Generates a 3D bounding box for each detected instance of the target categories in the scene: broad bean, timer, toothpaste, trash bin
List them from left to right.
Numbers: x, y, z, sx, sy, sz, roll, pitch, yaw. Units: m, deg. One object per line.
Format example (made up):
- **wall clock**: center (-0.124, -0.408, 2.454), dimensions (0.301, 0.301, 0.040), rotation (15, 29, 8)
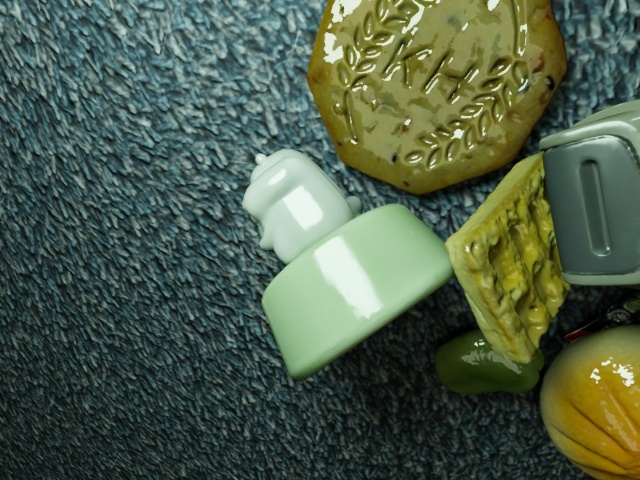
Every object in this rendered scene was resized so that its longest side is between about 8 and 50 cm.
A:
- **timer**: center (0.000, 0.000, 0.626), dimensions (0.291, 0.290, 0.315), rotation (-42, 75, 25)
- **broad bean**: center (0.284, 0.210, 0.706), dimensions (0.174, 0.082, 0.125), rotation (-9, 110, 17)
- **toothpaste**: center (0.476, 0.112, 0.641), dimensions (0.071, 0.045, 0.194), rotation (31, 121, 0)
- **trash bin**: center (0.413, -0.061, 0.479), dimensions (0.290, 0.182, 0.210), rotation (-11, 91, -1)

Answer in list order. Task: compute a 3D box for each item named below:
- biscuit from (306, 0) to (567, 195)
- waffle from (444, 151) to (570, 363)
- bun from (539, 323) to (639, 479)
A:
- **biscuit**: center (0.151, -0.238, 0.589), dimensions (0.358, 0.046, 0.359), rotation (5, 111, 13)
- **waffle**: center (0.269, 0.009, 0.546), dimensions (0.057, 0.274, 0.168), rotation (-14, 110, 54)
- **bun**: center (0.496, 0.278, 0.616), dimensions (0.298, 0.165, 0.299), rotation (7, 122, 12)
